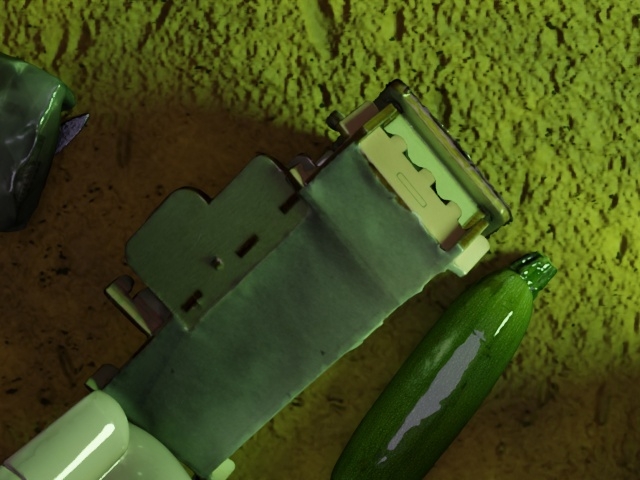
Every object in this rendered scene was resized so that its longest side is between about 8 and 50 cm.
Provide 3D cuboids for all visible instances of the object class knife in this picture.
[{"bbox_3d":[-0.245,-0.044,1.428,0.170,0.010,0.023,-39,96,1],"label":"knife"}]

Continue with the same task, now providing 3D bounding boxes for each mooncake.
[{"bbox_3d":[-0.259,-0.080,1.392,0.125,0.073,0.130,21,84,12],"label":"mooncake"}]

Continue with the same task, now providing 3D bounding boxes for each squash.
[{"bbox_3d":[0.090,0.108,1.389,0.066,0.066,0.252,36,92,1],"label":"squash"}]

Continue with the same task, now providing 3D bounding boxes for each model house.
[{"bbox_3d":[0.000,0.000,1.312,0.169,0.244,0.326,48,126,3],"label":"model house"}]

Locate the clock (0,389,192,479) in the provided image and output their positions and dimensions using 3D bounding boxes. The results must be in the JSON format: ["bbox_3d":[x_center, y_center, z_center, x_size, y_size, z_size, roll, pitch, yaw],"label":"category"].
[{"bbox_3d":[-0.121,0.291,1.280,0.184,0.342,0.326,-38,85,-18],"label":"clock"}]
